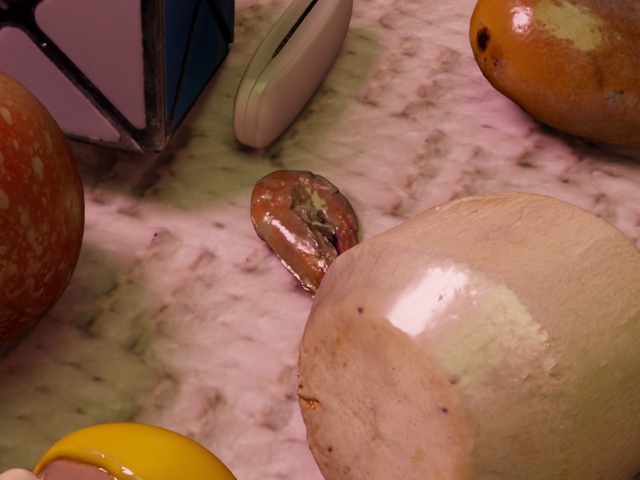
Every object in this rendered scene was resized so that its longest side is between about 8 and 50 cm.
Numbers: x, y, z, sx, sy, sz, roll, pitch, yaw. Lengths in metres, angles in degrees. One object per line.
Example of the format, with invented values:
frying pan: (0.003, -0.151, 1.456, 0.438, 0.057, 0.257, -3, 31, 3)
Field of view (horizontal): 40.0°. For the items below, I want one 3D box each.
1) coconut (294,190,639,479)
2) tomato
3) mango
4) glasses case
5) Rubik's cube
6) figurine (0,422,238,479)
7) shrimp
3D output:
coconut: (0.121, 0.090, 0.624, 0.247, 0.245, 0.245, -17, 53, -38)
tomato: (-0.313, -0.039, 0.669, 0.270, 0.270, 0.223, 15, 77, 9)
mango: (0.305, -0.182, 0.900, 0.316, 0.146, 0.193, 18, 54, -6)
glasses case: (-0.025, -0.190, 0.915, 0.059, 0.092, 0.233, 22, 57, 11)
Rubik's cube: (-0.231, -0.261, 0.823, 0.254, 0.259, 0.260, 10, 35, 6)
figurine: (-0.168, 0.230, 0.474, 0.187, 0.215, 0.343, 0, 7, 38)
shrimp: (0.000, 0.000, 0.805, 0.101, 0.042, 0.190, -15, 54, -23)
